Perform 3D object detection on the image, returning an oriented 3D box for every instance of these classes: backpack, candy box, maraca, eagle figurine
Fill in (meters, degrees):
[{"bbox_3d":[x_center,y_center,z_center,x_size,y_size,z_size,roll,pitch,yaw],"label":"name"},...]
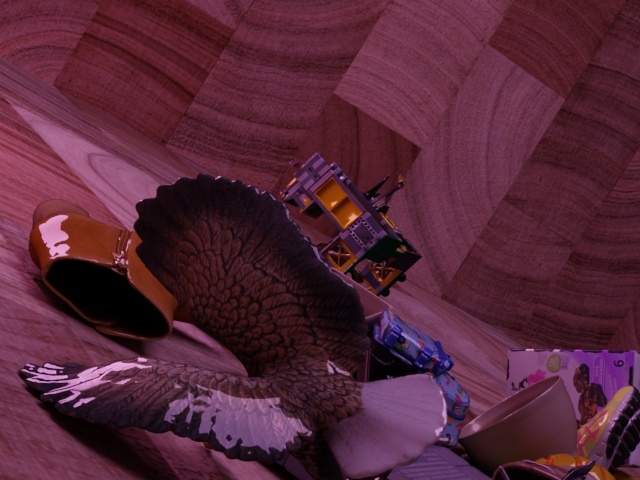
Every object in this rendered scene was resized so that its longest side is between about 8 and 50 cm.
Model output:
[{"bbox_3d":[0.124,0.186,1.870,0.173,0.117,0.158,35,6,0],"label":"backpack"},{"bbox_3d":[0.370,0.244,2.098,0.196,0.164,0.070,-2,-12,30],"label":"candy box"},{"bbox_3d":[0.286,0.311,1.770,0.186,0.099,0.127,5,-11,28],"label":"maraca"},{"bbox_3d":[-0.058,0.109,1.153,0.298,0.225,0.226,42,13,-12],"label":"eagle figurine"}]

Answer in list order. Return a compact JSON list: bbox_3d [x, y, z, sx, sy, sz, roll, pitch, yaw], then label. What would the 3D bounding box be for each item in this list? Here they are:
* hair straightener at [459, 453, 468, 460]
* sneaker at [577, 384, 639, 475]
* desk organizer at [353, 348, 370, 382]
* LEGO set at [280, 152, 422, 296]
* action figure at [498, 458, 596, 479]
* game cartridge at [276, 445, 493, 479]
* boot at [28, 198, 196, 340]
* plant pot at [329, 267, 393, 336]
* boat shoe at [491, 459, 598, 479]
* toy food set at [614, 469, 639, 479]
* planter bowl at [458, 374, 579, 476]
[{"bbox_3d":[0.087,0.216,1.715,0.230,0.047,0.089,29,6,-30],"label":"hair straightener"},{"bbox_3d":[0.371,0.283,1.987,0.094,0.208,0.081,20,-23,44],"label":"sneaker"},{"bbox_3d":[-0.015,0.135,1.557,0.130,0.047,0.050,4,-3,13],"label":"desk organizer"},{"bbox_3d":[0.000,0.000,2.157,0.192,0.255,0.331,51,18,17],"label":"LEGO set"},{"bbox_3d":[0.263,0.307,1.277,0.276,0.164,0.141,37,-8,-13],"label":"action figure"},{"bbox_3d":[0.067,0.229,1.425,0.230,0.068,0.355,38,7,21],"label":"game cartridge"},{"bbox_3d":[-0.170,0.058,1.502,0.295,0.104,0.211,24,13,-24],"label":"boot"},{"bbox_3d":[0.015,0.111,1.951,0.109,0.096,0.109,33,21,22],"label":"plant pot"},{"bbox_3d":[0.279,0.323,1.529,0.116,0.123,0.324,22,2,-23],"label":"boat shoe"},{"bbox_3d":[0.461,0.413,2.043,0.218,0.071,0.128,29,29,-11],"label":"toy food set"},{"bbox_3d":[0.275,0.266,1.903,0.109,0.162,0.162,60,6,2],"label":"planter bowl"}]
